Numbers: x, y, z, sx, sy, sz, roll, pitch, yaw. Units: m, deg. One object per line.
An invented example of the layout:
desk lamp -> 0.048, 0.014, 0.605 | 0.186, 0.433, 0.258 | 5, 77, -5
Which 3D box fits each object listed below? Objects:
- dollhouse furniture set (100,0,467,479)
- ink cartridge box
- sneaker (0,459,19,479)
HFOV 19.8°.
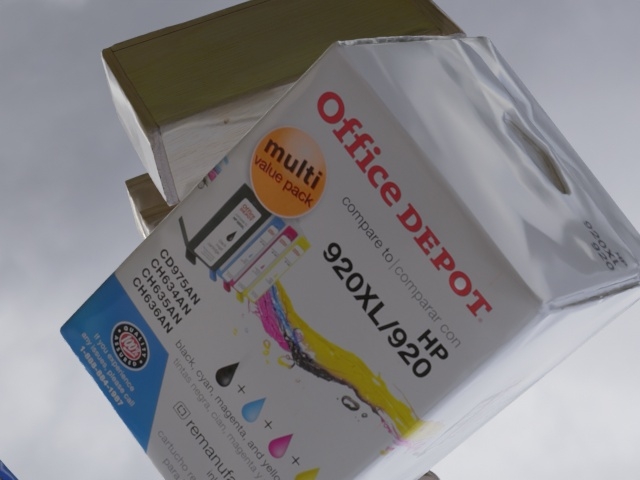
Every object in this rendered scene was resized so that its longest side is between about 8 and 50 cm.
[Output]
dollhouse furniture set -> 0.000, 0.000, 1.540 | 0.256, 0.394, 0.362 | -20, -146, -10
ink cartridge box -> 0.023, 0.029, 0.959 | 0.232, 0.171, 0.168 | -44, 165, 27
sneaker -> -0.230, 0.176, 1.147 | 0.232, 0.090, 0.081 | 29, -84, 22
